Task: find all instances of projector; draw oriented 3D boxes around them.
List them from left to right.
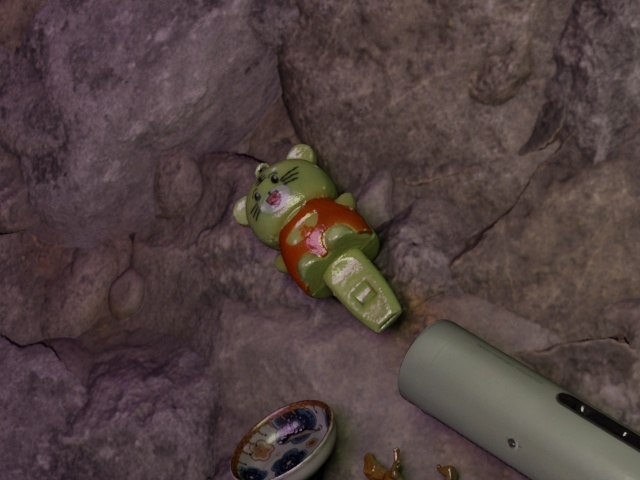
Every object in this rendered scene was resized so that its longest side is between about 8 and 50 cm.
[{"bbox_3d":[0.236,0.205,1.747,0.337,0.108,0.108,31,93,35],"label":"projector"}]

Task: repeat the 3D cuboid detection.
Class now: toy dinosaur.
[{"bbox_3d":[0.098,0.315,1.848,0.126,0.039,0.162,-9,76,40],"label":"toy dinosaur"}]

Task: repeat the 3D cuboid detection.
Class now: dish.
[{"bbox_3d":[-0.028,0.263,1.925,0.141,0.078,0.141,-27,26,14],"label":"dish"}]

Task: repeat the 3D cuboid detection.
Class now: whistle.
[{"bbox_3d":[0.000,0.000,1.958,0.131,0.106,0.288,-44,58,7],"label":"whistle"}]
